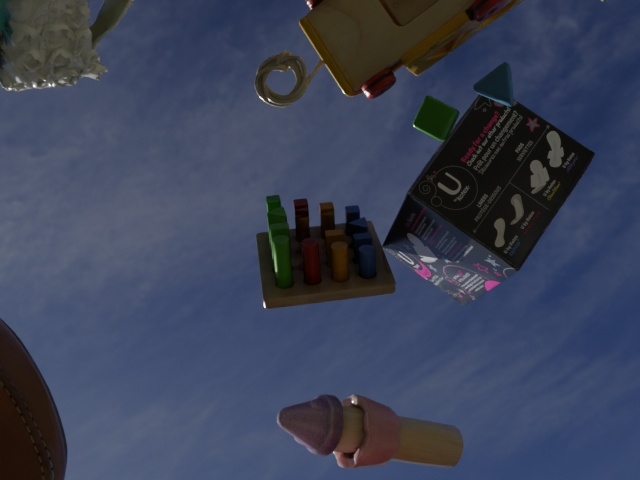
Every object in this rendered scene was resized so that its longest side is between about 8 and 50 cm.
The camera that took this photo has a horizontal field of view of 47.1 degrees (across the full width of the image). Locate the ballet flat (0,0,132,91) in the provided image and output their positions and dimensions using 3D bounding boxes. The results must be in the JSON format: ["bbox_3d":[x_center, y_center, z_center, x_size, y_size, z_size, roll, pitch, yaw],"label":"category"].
[{"bbox_3d":[-0.201,-0.296,0.623,0.147,0.147,0.409,8,-41,-26],"label":"ballet flat"}]

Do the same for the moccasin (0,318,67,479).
[{"bbox_3d":[-0.317,0.051,0.511,0.139,0.147,0.380,-30,-81,-6],"label":"moccasin"}]

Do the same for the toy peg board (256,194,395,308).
[{"bbox_3d":[0.000,0.000,0.924,0.160,0.161,0.079,-7,-59,-5],"label":"toy peg board"}]

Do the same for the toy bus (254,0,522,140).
[{"bbox_3d":[0.071,-0.184,0.598,0.202,0.104,0.191,14,-82,16],"label":"toy bus"}]

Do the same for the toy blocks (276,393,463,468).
[{"bbox_3d":[-0.003,0.318,0.607,0.260,0.309,0.289,17,-62,-27],"label":"toy blocks"}]

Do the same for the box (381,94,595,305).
[{"bbox_3d":[0.182,-0.043,0.868,0.142,0.247,0.163,35,-102,6],"label":"box"}]
